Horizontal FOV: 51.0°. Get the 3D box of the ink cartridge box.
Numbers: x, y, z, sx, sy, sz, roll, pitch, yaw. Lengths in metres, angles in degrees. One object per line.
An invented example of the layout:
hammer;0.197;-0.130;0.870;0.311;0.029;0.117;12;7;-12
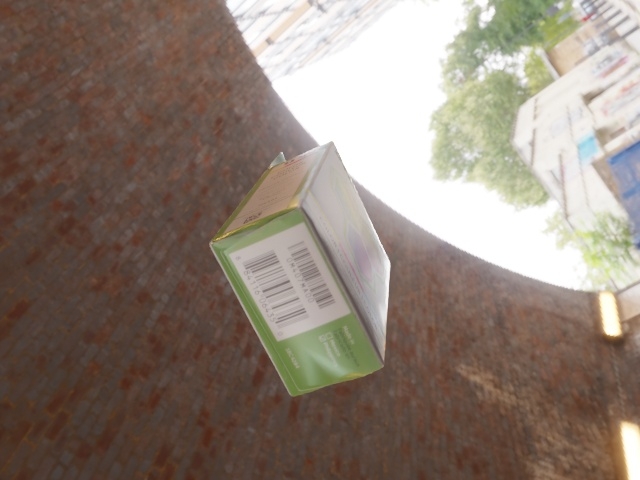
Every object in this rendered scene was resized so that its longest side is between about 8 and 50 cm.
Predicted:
ink cartridge box;0.000;0.000;0.469;0.109;0.062;0.209;64;-164;-16
